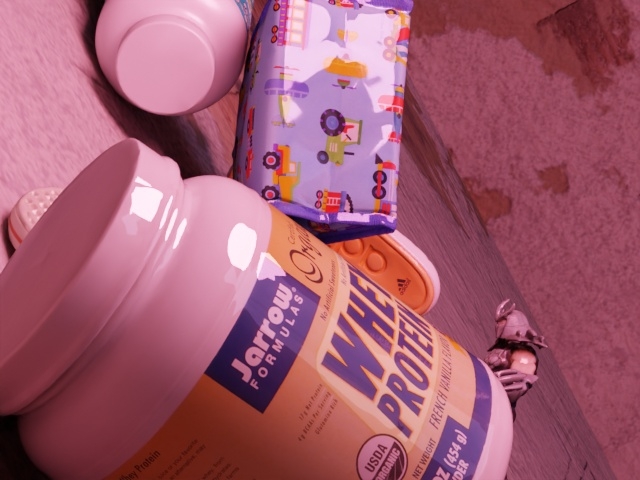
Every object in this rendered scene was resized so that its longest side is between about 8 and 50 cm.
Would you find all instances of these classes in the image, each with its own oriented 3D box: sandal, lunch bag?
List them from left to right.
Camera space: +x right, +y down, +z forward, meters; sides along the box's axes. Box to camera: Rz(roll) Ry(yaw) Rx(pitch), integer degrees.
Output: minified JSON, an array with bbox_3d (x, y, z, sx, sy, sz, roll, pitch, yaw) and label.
[{"bbox_3d":[-0.035,-0.103,1.833,0.293,0.138,0.220,159,-63,-68],"label":"lunch bag"},{"bbox_3d":[0.005,-0.008,1.958,0.265,0.102,0.076,35,28,16],"label":"sandal"}]

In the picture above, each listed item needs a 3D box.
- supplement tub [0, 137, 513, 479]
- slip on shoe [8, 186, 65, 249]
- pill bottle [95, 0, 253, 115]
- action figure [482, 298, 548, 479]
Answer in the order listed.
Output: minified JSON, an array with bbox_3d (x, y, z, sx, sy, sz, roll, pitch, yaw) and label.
[{"bbox_3d":[-0.055,0.100,1.250,0.316,0.228,0.228,36,22,-19],"label":"supplement tub"},{"bbox_3d":[-0.122,0.098,1.433,0.331,0.101,0.123,48,30,-6],"label":"slip on shoe"},{"bbox_3d":[-0.142,-0.213,1.862,0.146,0.146,0.264,57,14,-22],"label":"pill bottle"},{"bbox_3d":[0.204,0.208,2.210,0.185,0.099,0.285,71,26,-81],"label":"action figure"}]
